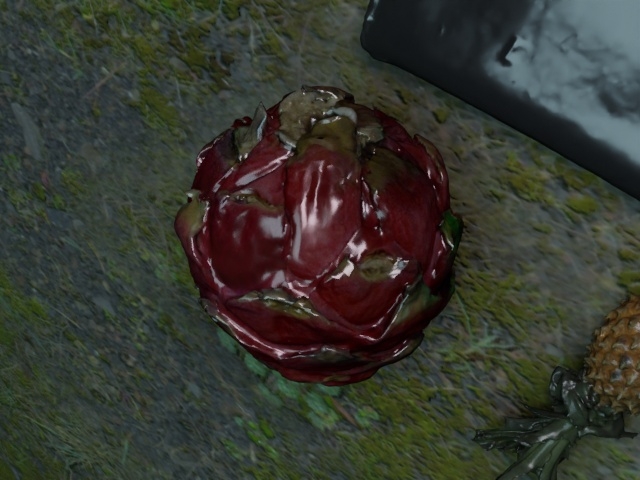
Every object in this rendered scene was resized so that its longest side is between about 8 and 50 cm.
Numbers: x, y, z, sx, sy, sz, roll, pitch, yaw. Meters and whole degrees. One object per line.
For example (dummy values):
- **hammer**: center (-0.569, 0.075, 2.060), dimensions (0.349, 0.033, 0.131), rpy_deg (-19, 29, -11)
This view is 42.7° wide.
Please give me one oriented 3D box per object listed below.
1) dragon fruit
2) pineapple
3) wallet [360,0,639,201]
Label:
- **dragon fruit**: center (0.002, 0.002, 0.899), dimensions (0.329, 0.329, 0.329), rpy_deg (13, 113, 32)
- **pineapple**: center (0.281, 0.178, 0.871), dimensions (0.119, 0.130, 0.277), rpy_deg (52, 130, 25)
- **wallet**: center (0.239, -0.205, 0.806), dimensions (0.406, 0.062, 0.228), rpy_deg (34, 122, 21)
